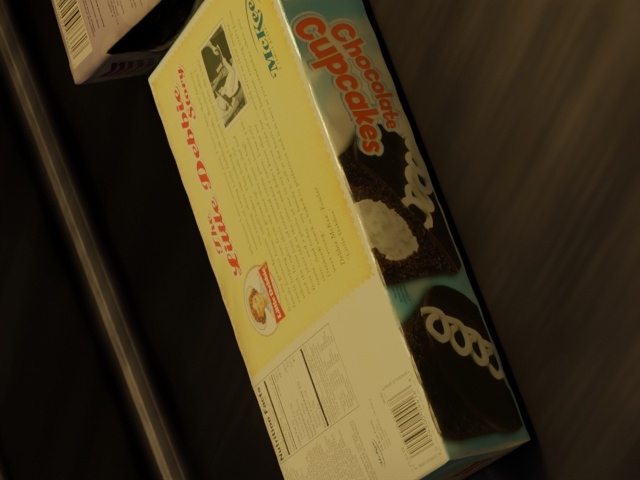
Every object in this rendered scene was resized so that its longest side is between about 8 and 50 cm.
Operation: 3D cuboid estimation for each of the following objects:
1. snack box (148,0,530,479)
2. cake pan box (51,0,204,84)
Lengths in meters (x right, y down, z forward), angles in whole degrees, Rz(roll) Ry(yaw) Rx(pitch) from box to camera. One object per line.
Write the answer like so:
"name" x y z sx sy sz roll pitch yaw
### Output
"snack box" 0.000 0.000 1.103 0.187 0.060 0.322 -43 63 56
"cake pan box" -0.125 -0.254 1.227 0.245 0.070 0.267 -32 72 61
